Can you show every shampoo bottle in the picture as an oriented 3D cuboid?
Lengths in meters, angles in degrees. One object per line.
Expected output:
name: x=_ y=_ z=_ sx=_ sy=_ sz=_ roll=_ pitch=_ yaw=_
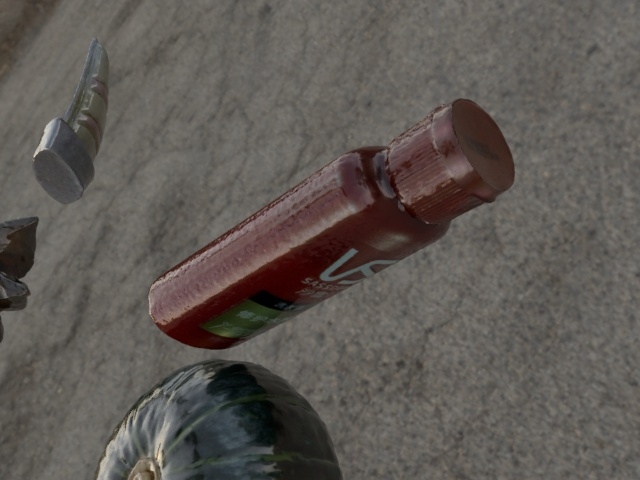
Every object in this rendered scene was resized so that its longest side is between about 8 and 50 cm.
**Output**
shampoo bottle: x=0.000 y=0.001 z=0.608 sx=0.314 sy=0.118 sz=0.076 roll=-30 pitch=56 yaw=37

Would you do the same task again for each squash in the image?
squash: x=-0.096 y=0.230 z=0.692 sx=0.252 sy=0.165 sz=0.252 roll=-28 pitch=48 yaw=35

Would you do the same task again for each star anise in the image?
star anise: x=-0.545 y=0.068 z=1.228 sx=0.315 sy=0.108 sz=0.315 roll=-18 pitch=57 yaw=29

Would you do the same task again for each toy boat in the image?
toy boat: x=-0.485 y=-0.210 z=1.606 sx=0.276 sy=0.111 sz=0.293 roll=112 pitch=176 yaw=-49
